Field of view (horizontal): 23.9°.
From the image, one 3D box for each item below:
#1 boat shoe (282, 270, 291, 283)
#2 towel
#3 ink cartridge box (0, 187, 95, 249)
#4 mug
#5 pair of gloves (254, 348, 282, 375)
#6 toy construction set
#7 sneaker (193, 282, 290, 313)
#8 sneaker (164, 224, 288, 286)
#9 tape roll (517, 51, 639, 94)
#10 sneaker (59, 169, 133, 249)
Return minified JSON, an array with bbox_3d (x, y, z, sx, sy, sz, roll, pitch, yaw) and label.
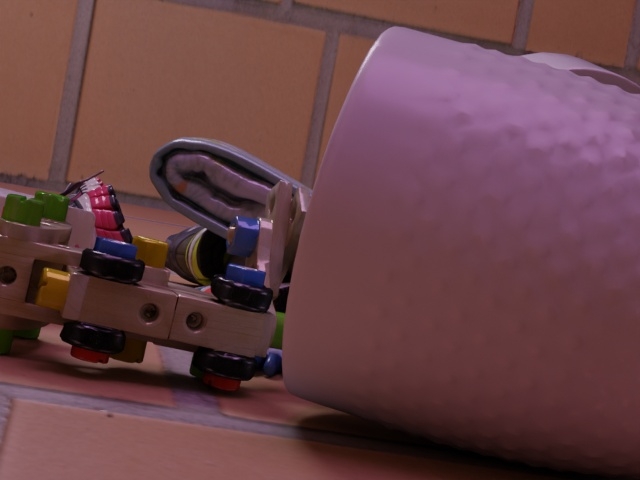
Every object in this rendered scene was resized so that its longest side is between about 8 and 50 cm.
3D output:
[{"bbox_3d":[-0.036,0.057,1.757,0.049,0.056,0.152,6,2,18],"label":"boat shoe"},{"bbox_3d":[0.000,0.000,1.683,0.374,0.090,0.320,30,2,3],"label":"towel"},{"bbox_3d":[-0.294,0.006,1.385,0.181,0.104,0.061,12,4,38],"label":"ink cartridge box"},{"bbox_3d":[0.173,0.047,1.096,0.328,0.276,0.374,16,-26,11],"label":"mug"},{"bbox_3d":[-0.001,0.106,1.315,0.198,0.023,0.159,11,3,6],"label":"pair of gloves"},{"bbox_3d":[-0.141,0.033,1.196,0.328,0.151,0.215,-2,6,-16],"label":"toy construction set"},{"bbox_3d":[-0.068,0.062,1.542,0.075,0.057,0.161,19,11,36],"label":"sneaker"},{"bbox_3d":[-0.076,0.016,1.941,0.121,0.111,0.300,9,0,44],"label":"sneaker"},{"bbox_3d":[0.254,-0.063,1.683,0.286,0.286,0.100,9,15,-19],"label":"tape roll"},{"bbox_3d":[-0.270,-0.004,1.652,0.112,0.121,0.299,-21,0,-9],"label":"sneaker"}]
